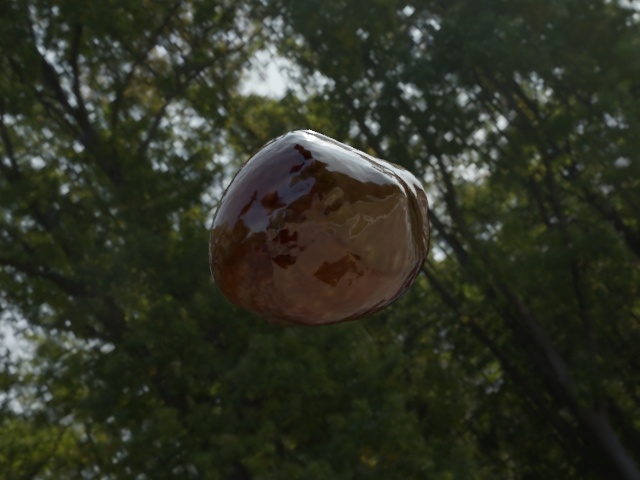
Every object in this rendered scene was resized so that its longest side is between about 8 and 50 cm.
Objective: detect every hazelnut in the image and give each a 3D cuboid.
[{"bbox_3d":[0.000,0.000,0.724,0.154,0.143,0.143,7,-49,-50],"label":"hazelnut"}]
